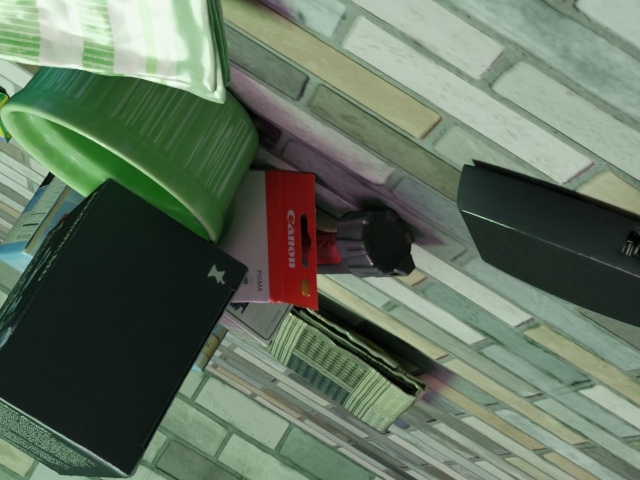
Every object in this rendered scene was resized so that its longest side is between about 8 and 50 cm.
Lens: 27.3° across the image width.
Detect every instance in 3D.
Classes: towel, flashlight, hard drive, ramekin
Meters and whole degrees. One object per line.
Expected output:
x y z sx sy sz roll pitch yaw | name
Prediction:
-0.248 -0.251 1.252 0.325 0.038 0.248 13 140 17 | towel
0.027 0.206 2.284 0.312 0.056 0.324 35 161 4 | towel
0.000 0.000 1.725 0.103 0.103 0.304 1 177 -30 | flashlight
0.262 0.015 1.339 0.255 0.054 0.172 23 163 28 | hard drive
-0.222 -0.132 1.611 0.303 0.148 0.303 28 165 8 | ramekin

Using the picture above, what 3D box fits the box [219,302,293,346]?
-0.152 0.005 1.879 0.290 0.169 0.087 38 163 -28 | box

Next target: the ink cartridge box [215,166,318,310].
-0.088 -0.005 1.729 0.056 0.181 0.225 -7 -170 -33 | ink cartridge box

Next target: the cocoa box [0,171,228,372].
-0.301 0.026 2.108 0.347 0.228 0.231 37 164 -19 | cocoa box

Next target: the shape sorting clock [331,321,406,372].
0.080 0.213 2.330 0.206 0.040 0.206 28 158 12 | shape sorting clock

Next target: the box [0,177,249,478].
-0.302 0.128 1.695 0.212 0.293 0.395 34 160 -14 | box

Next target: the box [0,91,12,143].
-0.557 -0.225 2.160 0.105 0.043 0.179 30 163 3 | box
